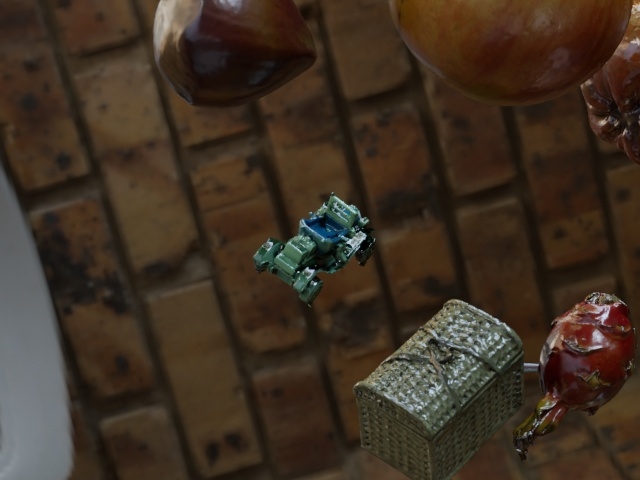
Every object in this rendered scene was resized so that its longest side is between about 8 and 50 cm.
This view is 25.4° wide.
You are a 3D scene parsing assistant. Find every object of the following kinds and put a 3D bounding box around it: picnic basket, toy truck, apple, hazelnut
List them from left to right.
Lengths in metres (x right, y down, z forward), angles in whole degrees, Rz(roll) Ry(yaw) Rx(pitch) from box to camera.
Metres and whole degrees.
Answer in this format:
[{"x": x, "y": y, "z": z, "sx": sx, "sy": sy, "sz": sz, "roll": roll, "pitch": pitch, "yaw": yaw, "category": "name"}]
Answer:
[{"x": -0.101, "y": -0.253, "z": 1.754, "sx": 0.208, "sy": 0.208, "sz": 0.208, "roll": 164, "pitch": -90, "yaw": -86, "category": "hazelnut"}, {"x": 0.001, "y": 0.000, "z": 1.526, "sx": 0.080, "sy": 0.154, "sz": 0.078, "roll": 35, "pitch": -52, "yaw": 17, "category": "toy truck"}, {"x": 0.156, "y": 0.193, "z": 1.837, "sx": 0.134, "sy": 0.196, "sz": 0.154, "roll": 31, "pitch": -35, "yaw": 32, "category": "picnic basket"}, {"x": 0.213, "y": -0.291, "z": 1.642, "sx": 0.233, "sy": 0.286, "sz": 0.286, "roll": -57, "pitch": -147, "yaw": 30, "category": "apple"}]

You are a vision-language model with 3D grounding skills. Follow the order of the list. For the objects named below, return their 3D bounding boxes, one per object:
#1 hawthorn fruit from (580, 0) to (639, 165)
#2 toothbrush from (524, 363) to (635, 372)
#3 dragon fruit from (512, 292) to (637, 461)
[{"x": 0.552, "y": -0.261, "z": 2.180, "sx": 0.277, "sy": 0.298, "sz": 0.277, "roll": 49, "pitch": -15, "yaw": 18, "category": "hawthorn fruit"}, {"x": 0.342, "y": 0.178, "z": 1.986, "sx": 0.019, "sy": 0.193, "sz": 0.013, "roll": 50, "pitch": 38, "yaw": -83, "category": "toothbrush"}, {"x": 0.324, "y": 0.181, "z": 1.845, "sx": 0.125, "sy": 0.246, "sz": 0.125, "roll": 45, "pitch": -19, "yaw": -19, "category": "dragon fruit"}]
